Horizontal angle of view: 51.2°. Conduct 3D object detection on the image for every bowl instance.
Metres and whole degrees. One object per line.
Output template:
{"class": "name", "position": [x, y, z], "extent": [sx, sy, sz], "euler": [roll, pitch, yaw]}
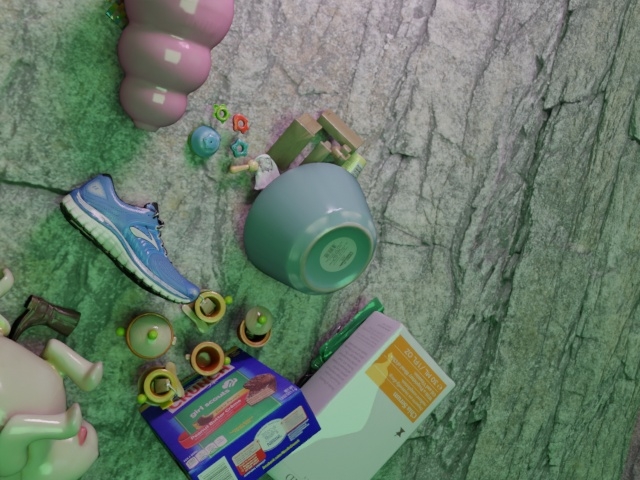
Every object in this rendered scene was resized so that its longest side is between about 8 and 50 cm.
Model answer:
{"class": "bowl", "position": [0.000, 0.000, 1.491], "extent": [0.312, 0.163, 0.311], "euler": [-16, 128, -21]}

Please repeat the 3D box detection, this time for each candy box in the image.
{"class": "candy box", "position": [-0.199, 0.376, 1.410], "extent": [0.268, 0.317, 0.122], "euler": [-33, 113, -23]}

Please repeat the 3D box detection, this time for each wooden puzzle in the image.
{"class": "wooden puzzle", "position": [-0.388, -0.446, 1.314], "extent": [0.083, 0.006, 0.049], "euler": [41, 78, -31]}

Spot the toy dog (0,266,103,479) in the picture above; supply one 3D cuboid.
{"class": "toy dog", "position": [-0.578, 0.330, 1.194], "extent": [0.395, 0.284, 0.408], "euler": [-32, 118, 2]}

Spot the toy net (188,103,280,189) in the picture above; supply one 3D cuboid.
{"class": "toy net", "position": [-0.172, -0.197, 1.477], "extent": [0.232, 0.045, 0.122], "euler": [34, 80, -33]}

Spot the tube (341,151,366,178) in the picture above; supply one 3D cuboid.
{"class": "tube", "position": [0.019, -0.109, 1.606], "extent": [0.240, 0.070, 0.062], "euler": [-56, 161, -6]}

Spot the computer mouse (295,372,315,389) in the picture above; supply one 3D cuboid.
{"class": "computer mouse", "position": [-0.001, 0.454, 1.703], "extent": [0.262, 0.060, 0.184], "euler": [46, 79, -18]}

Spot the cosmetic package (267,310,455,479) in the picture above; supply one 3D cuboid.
{"class": "cosmetic package", "position": [0.077, 0.417, 1.607], "extent": [0.453, 0.161, 0.230], "euler": [-46, 108, -9]}

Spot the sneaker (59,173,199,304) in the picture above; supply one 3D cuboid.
{"class": "sneaker", "position": [-0.353, -0.001, 1.344], "extent": [0.147, 0.130, 0.330], "euler": [-48, 112, -18]}

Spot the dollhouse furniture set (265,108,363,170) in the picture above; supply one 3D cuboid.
{"class": "dollhouse furniture set", "position": [-0.011, -0.214, 1.552], "extent": [0.144, 0.123, 0.151], "euler": [44, 35, -3]}

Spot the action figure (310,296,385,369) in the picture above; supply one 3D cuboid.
{"class": "action figure", "position": [0.070, 0.254, 1.701], "extent": [0.232, 0.063, 0.137], "euler": [-34, 117, -19]}

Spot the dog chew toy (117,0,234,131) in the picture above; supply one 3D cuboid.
{"class": "dog chew toy", "position": [-0.292, -0.372, 1.281], "extent": [0.207, 0.207, 0.331], "euler": [13, 100, -33]}

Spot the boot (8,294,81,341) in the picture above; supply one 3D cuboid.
{"class": "boot", "position": [-0.544, 0.174, 1.328], "extent": [0.114, 0.037, 0.106], "euler": [32, 84, -37]}

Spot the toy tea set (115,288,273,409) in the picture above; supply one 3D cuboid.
{"class": "toy tea set", "position": [-0.258, 0.206, 1.424], "extent": [0.336, 0.124, 0.200], "euler": [-27, 90, -26]}
